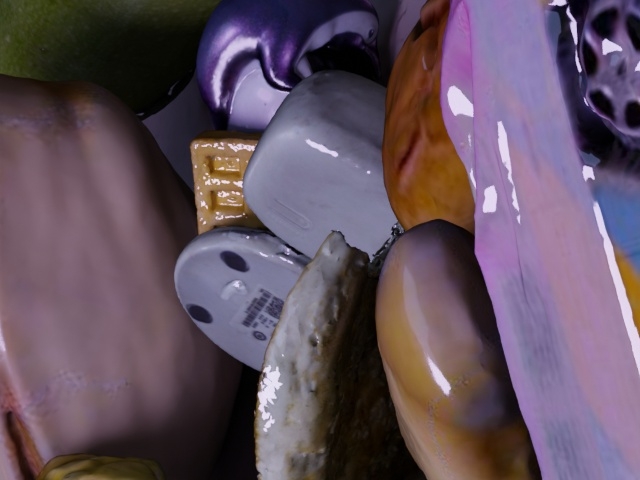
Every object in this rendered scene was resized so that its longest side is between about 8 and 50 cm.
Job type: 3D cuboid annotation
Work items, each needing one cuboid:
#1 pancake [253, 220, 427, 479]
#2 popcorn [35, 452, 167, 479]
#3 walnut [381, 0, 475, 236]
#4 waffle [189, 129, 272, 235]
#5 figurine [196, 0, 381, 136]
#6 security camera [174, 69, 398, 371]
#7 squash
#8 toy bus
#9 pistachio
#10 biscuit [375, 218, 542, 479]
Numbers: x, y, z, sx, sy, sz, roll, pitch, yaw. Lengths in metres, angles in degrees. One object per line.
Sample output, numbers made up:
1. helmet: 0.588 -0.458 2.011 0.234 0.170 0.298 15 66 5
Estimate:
1. pancake: 0.046 0.069 1.058 0.037 0.254 0.253 18 98 30
2. popcorn: -0.126 0.286 1.287 0.215 0.286 0.252 -41 10 -19
3. walnut: 0.134 -0.063 0.883 0.298 0.203 0.203 -35 47 46
4. waffle: 0.001 -0.019 1.324 0.032 0.191 0.125 -50 -37 -60
5. figurine: -0.032 -0.091 1.392 0.145 0.145 0.222 -129 49 -63
6. security camera: 0.000 0.000 1.277 0.080 0.157 0.301 -61 4 -37
7. squash: -0.161 -0.290 1.645 0.384 0.263 0.263 136 139 -57
8. toy bus: 0.154 0.044 0.630 0.162 0.171 0.386 -18 87 58
9. pistachio: -0.206 0.055 1.491 0.365 0.282 0.445 -87 -12 -48
10. biscuit: 0.085 0.131 0.881 0.290 0.062 0.236 72 179 -75
